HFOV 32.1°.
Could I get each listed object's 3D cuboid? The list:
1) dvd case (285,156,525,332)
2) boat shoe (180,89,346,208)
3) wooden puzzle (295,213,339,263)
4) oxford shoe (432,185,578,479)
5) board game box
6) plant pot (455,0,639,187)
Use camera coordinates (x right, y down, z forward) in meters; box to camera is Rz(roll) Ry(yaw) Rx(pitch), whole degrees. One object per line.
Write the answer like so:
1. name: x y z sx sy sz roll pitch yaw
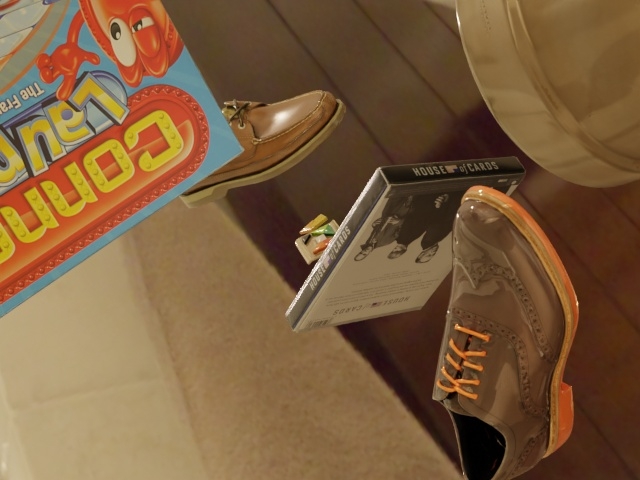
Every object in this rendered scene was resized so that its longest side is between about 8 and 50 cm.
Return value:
1. dvd case: 0.084 0.006 1.149 0.179 0.029 0.238 -7 -34 -35
2. boat shoe: -0.111 -0.144 1.581 0.307 0.110 0.104 -26 -62 28
3. wooden puzzle: 0.000 0.000 1.728 0.079 0.116 0.014 -34 -52 -9
4. oxford shoe: 0.137 0.086 0.866 0.098 0.097 0.271 -35 -54 -30
5. board game box: -0.245 -0.099 0.618 0.308 0.086 0.302 -38 -71 -24
6. plant pot: 0.330 -0.231 0.996 0.323 0.323 0.280 2 -11 -35
